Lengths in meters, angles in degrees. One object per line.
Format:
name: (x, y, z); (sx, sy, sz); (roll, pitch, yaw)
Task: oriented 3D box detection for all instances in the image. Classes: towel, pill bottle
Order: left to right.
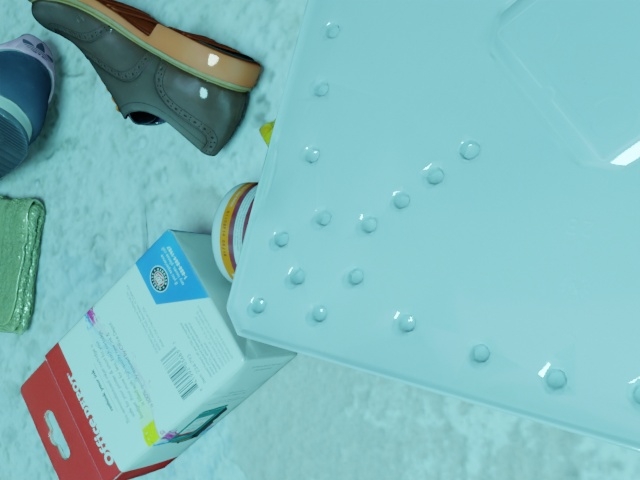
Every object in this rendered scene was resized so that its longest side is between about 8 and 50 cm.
towel: (-0.345, 0.024, 0.779); (0.110, 0.027, 0.148); (7, 91, 31)
pill bottle: (0.000, 0.000, 0.548); (0.152, 0.086, 0.086); (5, 89, 31)

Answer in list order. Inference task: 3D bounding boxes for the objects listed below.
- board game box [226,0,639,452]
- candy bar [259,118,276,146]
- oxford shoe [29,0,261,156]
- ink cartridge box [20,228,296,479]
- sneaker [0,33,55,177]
board game box: (0.163, -0.097, 0.374); (0.390, 0.050, 0.390); (11, 83, 31)
candy bar: (0.017, -0.110, 0.584); (0.161, 0.018, 0.040); (-27, 78, 25)
oxford shoe: (-0.182, -0.163, 0.660); (0.271, 0.097, 0.098); (29, 107, 28)
ink cartridge box: (-0.150, 0.115, 0.631); (0.231, 0.078, 0.134); (-42, 68, 21)
sneaker: (-0.395, -0.123, 0.791); (0.319, 0.112, 0.131); (-12, 50, 35)
